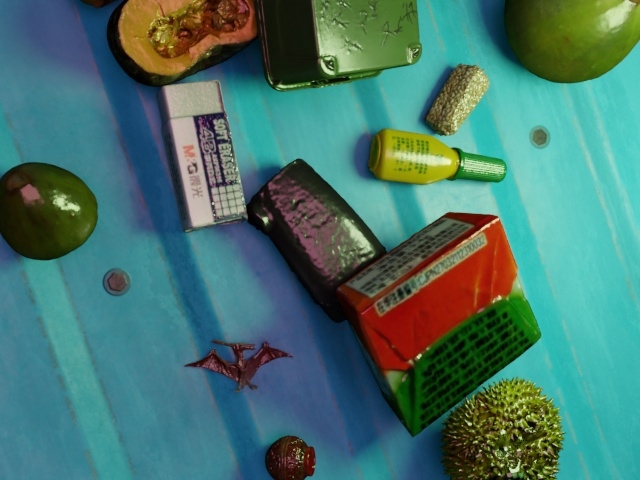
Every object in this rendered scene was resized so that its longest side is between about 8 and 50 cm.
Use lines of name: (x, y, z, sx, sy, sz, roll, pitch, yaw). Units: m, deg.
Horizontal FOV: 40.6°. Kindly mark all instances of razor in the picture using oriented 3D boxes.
razor: (0.000, -0.001, 1.775, 0.189, 0.107, 0.327, -42, 97, -15)

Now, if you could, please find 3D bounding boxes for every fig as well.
fig: (0.563, -0.492, 1.861, 0.316, 0.316, 0.316, 1, 86, -16)
fig: (-0.515, -0.062, 1.603, 0.181, 0.191, 0.181, -5, 65, 12)

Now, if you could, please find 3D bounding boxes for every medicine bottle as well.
medicine bottle: (0.258, -0.169, 1.875, 0.309, 0.076, 0.111, 7, 91, -15)

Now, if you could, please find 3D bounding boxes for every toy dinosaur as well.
toy dinosaur: (-0.163, 0.251, 1.751, 0.220, 0.032, 0.108, -5, 91, -14)

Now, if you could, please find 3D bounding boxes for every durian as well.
durian: (0.374, 0.429, 1.790, 0.291, 0.225, 0.291, 6, 77, -25)

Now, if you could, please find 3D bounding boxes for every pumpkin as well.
pumpkin: (-0.272, -0.445, 1.711, 0.317, 0.139, 0.221, -28, 97, -15)

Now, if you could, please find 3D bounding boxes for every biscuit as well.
biscuit: (0.300, -0.308, 1.898, 0.070, 0.082, 0.168, 41, 75, -36)

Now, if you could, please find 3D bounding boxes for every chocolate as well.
chocolate: (0.236, 0.153, 1.750, 0.360, 0.161, 0.341, -34, 121, -16)

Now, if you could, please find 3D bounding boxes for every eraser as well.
eraser: (-0.237, -0.168, 1.729, 0.130, 0.086, 0.287, -10, 89, -18)

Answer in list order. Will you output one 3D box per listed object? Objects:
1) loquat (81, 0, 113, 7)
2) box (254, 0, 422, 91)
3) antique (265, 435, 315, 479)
loquat: (-0.430, -0.527, 1.677, 0.141, 0.141, 0.141, 1, 86, -16)
box: (0.045, -0.434, 1.722, 0.329, 0.178, 0.252, -17, 109, -35)
antique: (-0.063, 0.441, 1.733, 0.104, 0.104, 0.104, 1, 86, -16)
